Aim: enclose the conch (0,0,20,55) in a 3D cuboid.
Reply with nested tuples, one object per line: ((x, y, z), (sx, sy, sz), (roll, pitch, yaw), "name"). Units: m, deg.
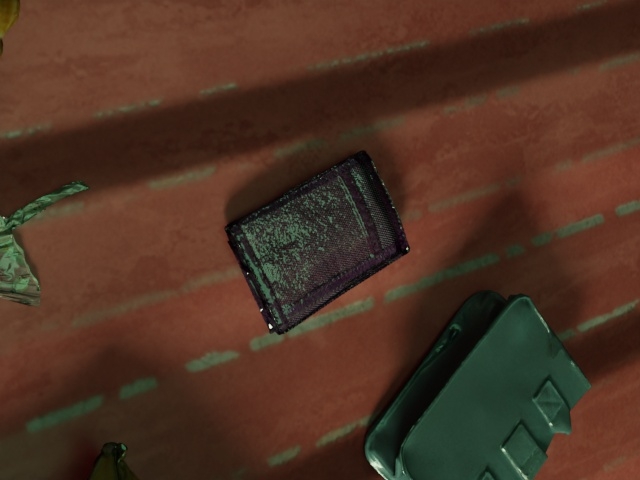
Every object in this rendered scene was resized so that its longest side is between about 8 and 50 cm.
((-0.249, -0.263, 0.872), (0.109, 0.093, 0.330), (3, 87, -27), "conch")

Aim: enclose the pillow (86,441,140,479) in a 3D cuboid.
((-0.149, 0.369, 0.916), (0.310, 0.119, 0.312), (52, 55, -25), "pillow")

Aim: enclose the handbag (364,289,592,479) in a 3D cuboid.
((0.161, 0.177, 1.164), (0.229, 0.062, 0.179), (-50, 118, -23), "handbag")

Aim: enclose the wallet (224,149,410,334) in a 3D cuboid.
((0.001, 0.000, 1.073), (0.166, 0.030, 0.111), (-32, 108, -29), "wallet")

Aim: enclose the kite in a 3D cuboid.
((-0.247, -0.010, 0.924), (0.157, 0.011, 0.139), (-32, 110, -28), "kite")
